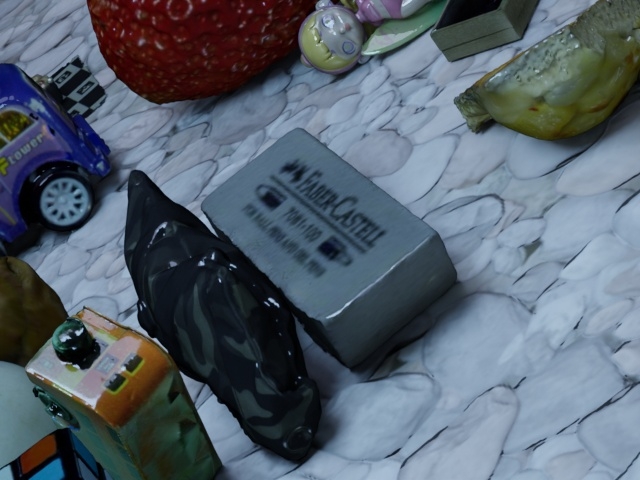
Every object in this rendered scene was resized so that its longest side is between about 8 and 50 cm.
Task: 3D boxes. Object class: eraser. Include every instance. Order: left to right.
[{"bbox_3d":[0.000,-0.001,1.522,0.111,0.077,0.352,-40,26,-4],"label":"eraser"}]

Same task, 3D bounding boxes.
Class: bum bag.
[{"bbox_3d":[-0.088,0.048,1.479,0.095,0.144,0.340,-27,25,-8],"label":"bum bag"}]

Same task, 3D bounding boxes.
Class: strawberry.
[{"bbox_3d":[-0.105,-0.256,1.896,0.257,0.257,0.277,-100,34,-61],"label":"strawberry"}]

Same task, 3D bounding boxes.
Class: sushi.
[{"bbox_3d":[-0.347,-0.135,2.210,0.210,0.040,0.193,-39,26,-2],"label":"sushi"}]

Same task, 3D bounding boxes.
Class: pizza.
[{"bbox_3d":[0.177,-0.116,1.503,0.204,0.081,0.188,-32,2,33],"label":"pizza"}]

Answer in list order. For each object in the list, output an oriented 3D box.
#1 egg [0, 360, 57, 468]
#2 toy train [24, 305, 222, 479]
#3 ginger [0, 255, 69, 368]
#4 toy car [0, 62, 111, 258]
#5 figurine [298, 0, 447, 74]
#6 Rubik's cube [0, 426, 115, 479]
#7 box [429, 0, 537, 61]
[{"bbox_3d":[-0.270,0.185,1.475,0.151,0.151,0.209,-4,43,48],"label":"egg"},{"bbox_3d":[-0.139,0.126,1.386,0.099,0.188,0.072,29,65,31],"label":"toy train"},{"bbox_3d":[-0.352,0.133,1.629,0.321,0.172,0.165,-20,7,2],"label":"ginger"},{"bbox_3d":[-0.337,-0.065,1.951,0.235,0.158,0.172,-39,26,-4],"label":"toy car"},{"bbox_3d":[0.054,-0.211,1.809,0.187,0.083,0.083,-35,26,20],"label":"figurine"},{"bbox_3d":[-0.164,0.260,1.186,0.184,0.187,0.182,-34,26,1],"label":"Rubik's cube"},{"bbox_3d":[0.143,-0.199,1.711,0.083,0.035,0.079,-15,34,37],"label":"box"}]
